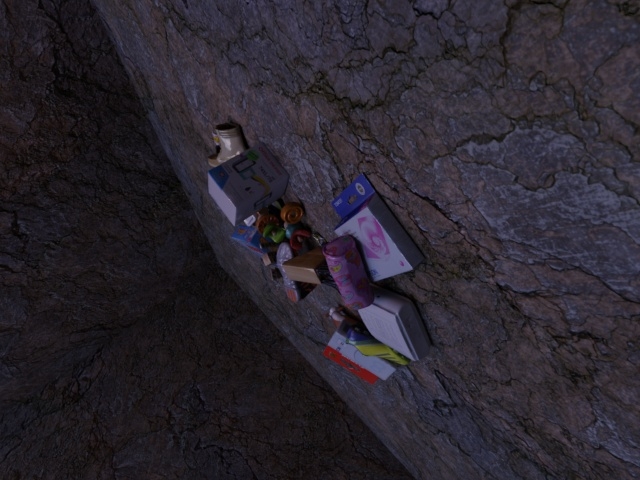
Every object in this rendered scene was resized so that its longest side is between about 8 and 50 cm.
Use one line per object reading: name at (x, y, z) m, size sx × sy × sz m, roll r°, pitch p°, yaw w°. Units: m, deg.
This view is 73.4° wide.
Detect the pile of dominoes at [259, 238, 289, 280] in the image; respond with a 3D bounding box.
pile of dominoes at (-0.188, 0.086, 2.129) m, size 0.040 × 0.251 × 0.196 m, roll -28°, pitch 81°, yaw 31°

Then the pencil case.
pencil case at (0.102, 0.119, 1.521) m, size 0.124 × 0.124 × 0.284 m, roll 29°, pitch 151°, yaw 48°

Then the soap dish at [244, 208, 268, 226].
soap dish at (-0.383, -0.223, 2.213) m, size 0.291 × 0.118 × 0.229 m, roll 55°, pitch 159°, yaw -4°

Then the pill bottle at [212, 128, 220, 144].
pill bottle at (-0.515, -0.516, 2.151) m, size 0.043 × 0.043 × 0.083 m, roll 47°, pitch 158°, yaw 19°

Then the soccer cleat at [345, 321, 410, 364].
soccer cleat at (0.242, 0.457, 1.828) m, size 0.289 × 0.093 × 0.121 m, roll 27°, pitch 110°, yaw 7°

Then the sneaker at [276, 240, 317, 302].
sneaker at (-0.100, 0.125, 2.074) m, size 0.124 × 0.180 × 0.322 m, roll 19°, pitch 128°, yaw 41°

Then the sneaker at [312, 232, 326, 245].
sneaker at (0.000, 0.000, 1.867) m, size 0.083 × 0.031 × 0.035 m, roll 50°, pitch 173°, yaw 22°

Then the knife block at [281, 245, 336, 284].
knife block at (-0.025, 0.133, 1.838) m, size 0.242 × 0.275 × 0.088 m, roll -101°, pitch -13°, yaw -64°

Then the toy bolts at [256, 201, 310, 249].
toy bolts at (-0.152, -0.088, 1.921) m, size 0.228 × 0.218 × 0.158 m, roll 29°, pitch -165°, yaw -42°

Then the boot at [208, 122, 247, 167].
boot at (-0.445, -0.438, 1.983) m, size 0.261 × 0.095 × 0.204 m, roll 9°, pitch 134°, yaw 34°

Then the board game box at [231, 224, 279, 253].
board game box at (-0.299, 0.043, 2.330) m, size 0.302 × 0.086 × 0.308 m, roll 38°, pitch 167°, yaw -27°

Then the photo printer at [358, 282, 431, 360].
photo printer at (0.260, 0.301, 1.654) m, size 0.307 × 0.107 × 0.256 m, roll 17°, pitch 139°, yaw 59°

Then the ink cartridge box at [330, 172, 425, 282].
ink cartridge box at (0.156, -0.024, 1.437) m, size 0.330 × 0.071 × 0.324 m, roll 53°, pitch 160°, yaw 1°

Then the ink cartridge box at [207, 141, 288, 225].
ink cartridge box at (-0.305, -0.237, 1.812) m, size 0.198 × 0.270 × 0.197 m, roll 51°, pitch 157°, yaw 8°

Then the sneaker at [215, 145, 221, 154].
sneaker at (-0.513, -0.431, 2.234) m, size 0.170 × 0.051 × 0.089 m, roll 83°, pitch 165°, yaw -50°

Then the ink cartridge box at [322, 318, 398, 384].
ink cartridge box at (0.168, 0.563, 2.027) m, size 0.308 × 0.091 × 0.385 m, roll 30°, pitch 139°, yaw 7°

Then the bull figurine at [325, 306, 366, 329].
bull figurine at (0.150, 0.439, 2.112) m, size 0.310 × 0.101 × 0.189 m, roll 23°, pitch 146°, yaw 55°

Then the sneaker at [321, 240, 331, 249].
sneaker at (0.068, 0.063, 1.637) m, size 0.223 × 0.083 × 0.098 m, roll 33°, pitch -138°, yaw -69°

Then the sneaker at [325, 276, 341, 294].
sneaker at (0.090, 0.187, 1.927) m, size 0.209 × 0.082 × 0.069 m, roll 33°, pitch 127°, yaw 8°

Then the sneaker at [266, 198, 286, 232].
sneaker at (-0.216, -0.108, 2.060) m, size 0.084 × 0.097 × 0.235 m, roll 38°, pitch 153°, yaw 38°
